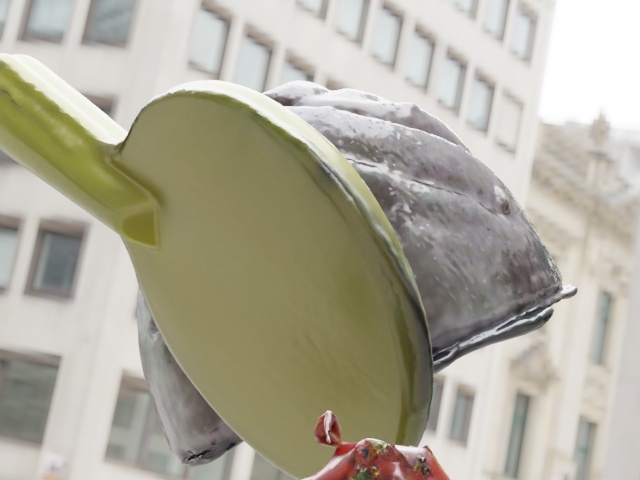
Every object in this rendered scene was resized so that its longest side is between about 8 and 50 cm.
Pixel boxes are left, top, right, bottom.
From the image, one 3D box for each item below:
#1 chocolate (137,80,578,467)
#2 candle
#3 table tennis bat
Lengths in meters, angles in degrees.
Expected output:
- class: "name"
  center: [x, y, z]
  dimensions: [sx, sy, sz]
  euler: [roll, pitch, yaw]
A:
- class: "chocolate"
  center: [0.000, 0.000, 1.183]
  dimensions: [0.303, 0.213, 0.303]
  euler: [-24, 0, 0]
- class: "candle"
  center: [0.037, 0.113, 0.595]
  dimensions: [0.131, 0.052, 0.052]
  euler: [56, -18, 1]
- class: "table tennis bat"
  center: [-0.071, -0.005, 0.942]
  dimensions: [0.054, 0.224, 0.368]
  euler: [-27, 45, -34]
